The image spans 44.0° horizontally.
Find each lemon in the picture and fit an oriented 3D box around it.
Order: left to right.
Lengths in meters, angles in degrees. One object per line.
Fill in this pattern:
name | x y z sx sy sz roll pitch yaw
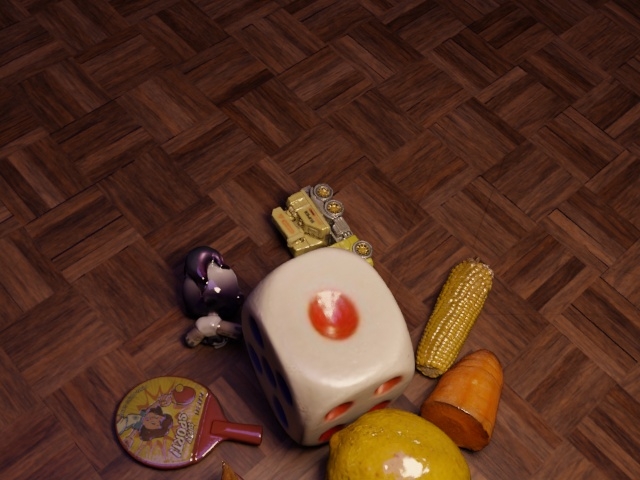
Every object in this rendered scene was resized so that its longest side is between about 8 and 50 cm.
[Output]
lemon | 0.153 0.463 1.524 0.310 0.258 0.258 21 58 15

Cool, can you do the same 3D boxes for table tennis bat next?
table tennis bat | -0.275 0.385 1.657 0.310 0.038 0.200 8 58 2

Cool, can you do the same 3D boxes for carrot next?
carrot | 0.331 0.324 1.704 0.159 0.159 0.225 32 51 13

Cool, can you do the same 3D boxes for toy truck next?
toy truck | 0.000 0.000 1.875 0.157 0.124 0.272 -24 63 -20

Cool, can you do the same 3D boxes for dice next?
dice | 0.009 0.219 1.632 0.277 0.304 0.304 -23 63 -21

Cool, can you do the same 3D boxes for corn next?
corn | 0.305 0.177 1.818 0.106 0.106 0.305 26 63 10

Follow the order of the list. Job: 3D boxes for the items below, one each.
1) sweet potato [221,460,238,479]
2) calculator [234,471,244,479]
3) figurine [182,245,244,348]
sweet potato | -0.182 0.568 1.474 0.066 0.072 0.314 -3 64 4
calculator | -0.156 0.618 1.515 0.220 0.048 0.330 -27 67 -23
figurine | -0.252 0.121 1.767 0.145 0.145 0.222 -4 60 -9
